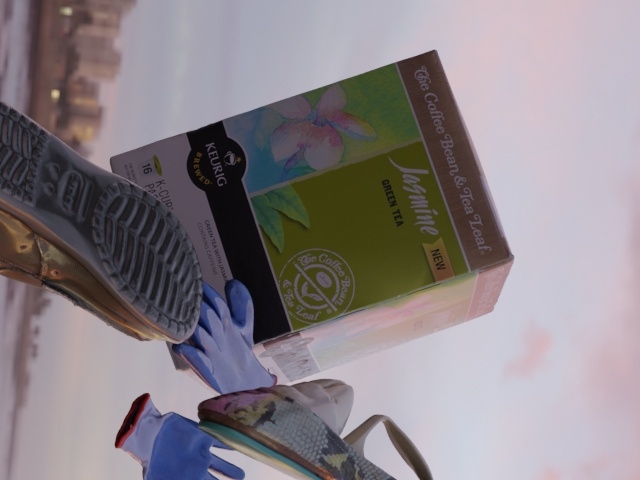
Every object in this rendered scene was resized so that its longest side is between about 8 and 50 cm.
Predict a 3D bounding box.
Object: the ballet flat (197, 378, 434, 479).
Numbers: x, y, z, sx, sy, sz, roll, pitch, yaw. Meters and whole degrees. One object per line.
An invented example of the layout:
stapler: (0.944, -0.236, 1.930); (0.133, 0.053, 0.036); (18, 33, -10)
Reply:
ballet flat: (0.013, 0.141, 0.961); (0.077, 0.221, 0.079); (7, -119, 57)

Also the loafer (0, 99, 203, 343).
loafer: (-0.184, -0.008, 1.050); (0.087, 0.251, 0.094); (-19, -140, 38)

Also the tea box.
tea box: (0.000, 0.000, 1.464); (0.329, 0.323, 0.220); (69, 1, -79)

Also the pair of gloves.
pair of gloves: (-0.089, 0.129, 1.169); (0.159, 0.023, 0.198); (55, 49, -44)
